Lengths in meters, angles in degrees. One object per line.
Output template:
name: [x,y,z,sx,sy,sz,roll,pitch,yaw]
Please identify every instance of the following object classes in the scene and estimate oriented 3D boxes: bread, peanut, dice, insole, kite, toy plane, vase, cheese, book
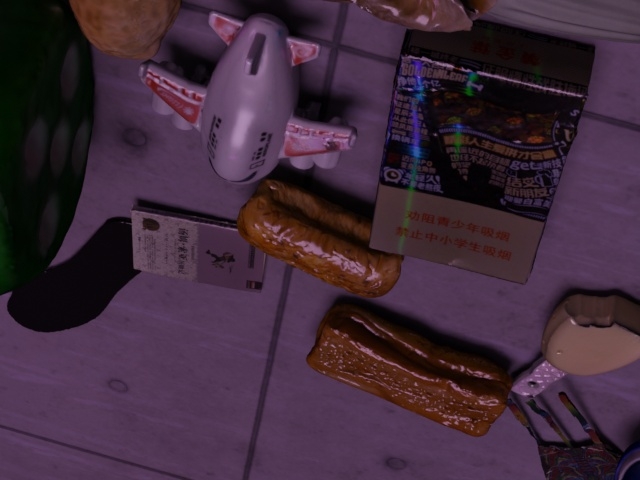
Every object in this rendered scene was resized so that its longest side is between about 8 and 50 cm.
bread: [0.119,0.176,1.778,0.271,0.077,0.139,21,143,-2]
peanut: [-0.213,-0.307,1.315,0.149,0.149,0.313,4,140,15]
bread: [0.000,0.000,1.608,0.211,0.083,0.114,25,162,-4]
dice: [-0.428,-0.126,1.473,0.297,0.287,0.300,11,138,7]
insole: [-0.337,0.056,1.855,0.119,0.009,0.348,34,137,-21]
kite: [0.354,0.289,1.862,0.152,0.015,0.285,-10,139,30]
toy plane: [-0.078,-0.152,1.455,0.252,0.118,0.252,12,141,9]
vase: [0.249,-0.249,1.238,0.248,0.128,0.128,16,140,-13]
cheese: [0.319,0.146,1.695,0.127,0.050,0.255,25,143,-14]
book: [-0.160,0.013,1.733,0.181,0.014,0.127,11,139,2]

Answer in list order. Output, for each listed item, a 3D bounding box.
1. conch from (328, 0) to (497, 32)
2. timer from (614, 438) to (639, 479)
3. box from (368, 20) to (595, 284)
conch: [0.054,-0.318,1.173,0.324,0.186,0.263,36,129,17]
timer: [0.575,0.381,1.749,0.383,0.270,0.270,24,141,14]
box: [0.168,-0.095,1.455,0.198,0.084,0.310,14,139,5]
